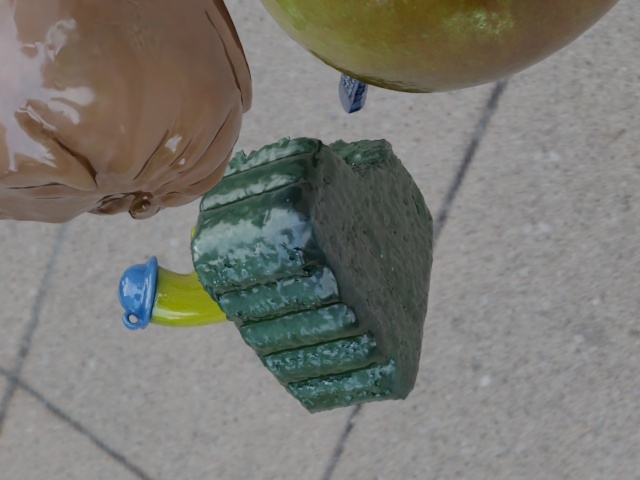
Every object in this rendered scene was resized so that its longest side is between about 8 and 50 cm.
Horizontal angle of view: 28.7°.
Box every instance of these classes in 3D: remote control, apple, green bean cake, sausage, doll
[{"bbox_3d":[0.040,-0.182,1.360,0.027,0.152,0.044,-11,74,-7],"label":"remote control"},{"bbox_3d":[0.061,-0.193,0.663,0.236,0.207,0.237,-10,61,19],"label":"apple"},{"bbox_3d":[0.000,0.000,1.421,0.169,0.308,0.300,-14,129,26],"label":"green bean cake"},{"bbox_3d":[-0.126,-0.143,0.449,0.121,0.121,0.304,-34,74,28],"label":"sausage"},{"bbox_3d":[-0.159,0.058,1.995,0.199,0.363,0.145,52,147,18],"label":"doll"}]
